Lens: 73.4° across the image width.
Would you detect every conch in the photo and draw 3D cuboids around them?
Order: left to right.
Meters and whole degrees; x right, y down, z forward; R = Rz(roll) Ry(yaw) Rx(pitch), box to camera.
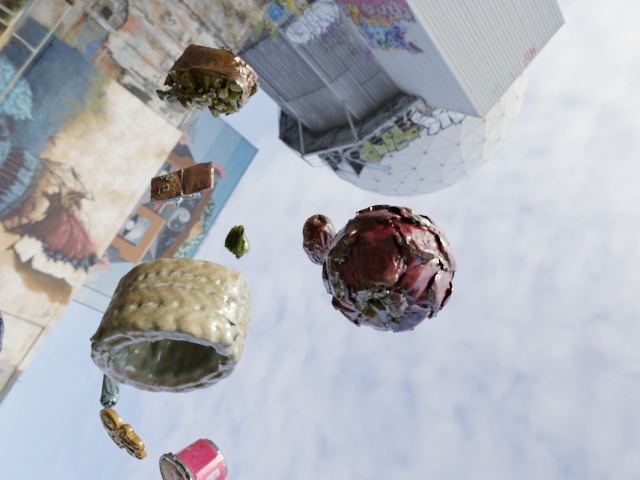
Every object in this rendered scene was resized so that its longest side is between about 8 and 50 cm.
[{"bbox_3d":[-0.283,0.006,1.458,0.074,0.089,0.121,-160,-110,-71],"label":"conch"}]

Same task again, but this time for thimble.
[{"bbox_3d":[-0.226,0.139,0.674,0.228,0.196,0.148,-2,-135,5],"label":"thimble"}]

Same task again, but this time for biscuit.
[{"bbox_3d":[-0.813,0.791,1.751,0.288,0.202,0.044,25,-145,29],"label":"biscuit"}]

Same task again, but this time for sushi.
[{"bbox_3d":[-0.260,-0.358,0.990,0.296,0.166,0.179,29,-91,30],"label":"sushi"}]

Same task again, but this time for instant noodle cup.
[{"bbox_3d":[-0.478,0.897,1.669,0.258,0.181,0.303,49,-48,17],"label":"instant noodle cup"}]

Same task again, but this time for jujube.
[{"bbox_3d":[0.000,0.000,1.993,0.183,0.243,0.184,0,-143,0],"label":"jujube"}]

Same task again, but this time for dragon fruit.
[{"bbox_3d":[0.165,0.065,1.024,0.329,0.329,0.330,-29,-138,29],"label":"dragon fruit"}]

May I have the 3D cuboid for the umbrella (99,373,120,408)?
[{"bbox_3d":[-0.666,0.427,1.379,0.053,0.052,0.250,-19,-146,-7],"label":"umbrella"}]

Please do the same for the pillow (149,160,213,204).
[{"bbox_3d":[-0.476,-0.199,1.483,0.232,0.043,0.126,-15,-119,4],"label":"pillow"}]

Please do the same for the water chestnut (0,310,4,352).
[{"bbox_3d":[-0.790,0.184,0.757,0.335,0.346,0.335,-57,173,-11],"label":"water chestnut"}]

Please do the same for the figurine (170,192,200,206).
[{"bbox_3d":[-0.567,-0.196,1.700,0.144,0.178,0.115,19,-70,54],"label":"figurine"}]
